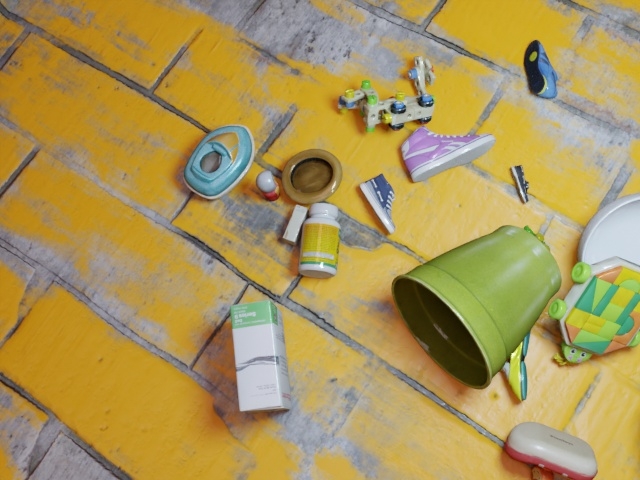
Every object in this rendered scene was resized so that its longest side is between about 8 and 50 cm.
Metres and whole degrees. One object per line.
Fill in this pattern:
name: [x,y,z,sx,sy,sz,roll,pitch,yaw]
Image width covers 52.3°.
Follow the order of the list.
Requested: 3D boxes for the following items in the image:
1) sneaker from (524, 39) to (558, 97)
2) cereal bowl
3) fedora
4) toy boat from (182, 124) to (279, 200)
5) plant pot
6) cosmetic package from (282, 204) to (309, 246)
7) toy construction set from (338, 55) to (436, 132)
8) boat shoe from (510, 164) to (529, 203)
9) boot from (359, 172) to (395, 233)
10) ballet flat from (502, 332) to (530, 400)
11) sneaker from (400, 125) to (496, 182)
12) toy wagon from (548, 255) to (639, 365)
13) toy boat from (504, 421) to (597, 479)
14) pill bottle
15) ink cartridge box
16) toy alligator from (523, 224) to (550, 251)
sneaker: [0.704,-0.539,2.064,0.082,0.069,0.209,10,62,-25]
cereal bowl: [0.875,0.025,1.804,0.339,0.141,0.339,1,106,4]
fedora: [-0.022,-0.191,2.027,0.194,0.079,0.194,-3,75,12]
toy boat: [-0.261,-0.228,2.027,0.318,0.148,0.267,30,79,14]
plant pot: [0.445,0.147,1.762,0.353,0.366,0.366,-35,73,-16]
cosmetic package: [-0.073,-0.045,2.001,0.041,0.060,0.115,19,75,12]
toy construction set: [0.234,-0.447,2.047,0.327,0.151,0.215,-28,46,-10]
boat shoe: [0.611,-0.172,1.972,0.038,0.046,0.125,-15,65,7]
boot: [0.198,-0.116,1.985,0.086,0.069,0.190,-30,71,0]
ballet flat: [0.544,0.332,1.826,0.077,0.077,0.231,-1,70,28]
sneaker: [0.385,-0.305,2.006,0.282,0.102,0.161,-20,70,0]
toy wagon: [0.747,0.210,1.740,0.267,0.068,0.344,20,111,-12]
toy boat: [0.599,0.585,1.721,0.231,0.151,0.151,19,106,11]
pill bottle: [0.000,0.000,1.949,0.117,0.117,0.208,4,74,7]
ink cartridge box: [-0.164,0.331,1.822,0.121,0.211,0.289,-8,73,3]
toy alligator: [0.650,0.040,1.904,0.051,0.056,0.190,-8,68,-39]
